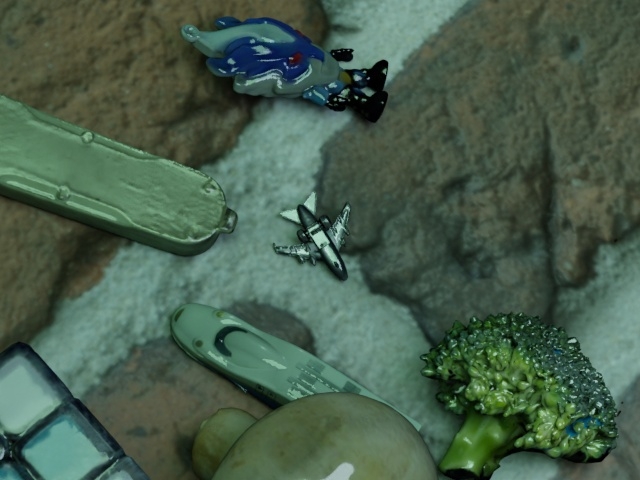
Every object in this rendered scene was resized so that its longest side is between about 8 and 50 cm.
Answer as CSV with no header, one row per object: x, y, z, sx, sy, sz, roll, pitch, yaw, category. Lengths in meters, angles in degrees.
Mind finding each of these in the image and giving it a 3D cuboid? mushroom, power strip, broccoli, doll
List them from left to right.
-0.209,-0.059,1.537,0.286,0.048,0.080,19,71,0,power strip
-0.034,-0.160,1.589,0.195,0.070,0.096,16,46,-9,doll
-0.016,0.222,1.394,0.206,0.209,0.206,16,68,-48,mushroom
0.163,0.142,1.481,0.154,0.167,0.160,35,97,39,broccoli

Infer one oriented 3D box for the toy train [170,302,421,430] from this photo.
-0.026,0.119,1.494,0.234,0.051,0.052,33,66,5,toy train

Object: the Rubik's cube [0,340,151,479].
-0.232,0.295,1.277,0.287,0.293,0.292,-40,78,-19,Rubik's cube

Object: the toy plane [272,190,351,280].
0.000,0.000,1.552,0.078,0.031,0.083,-32,74,-1,toy plane
